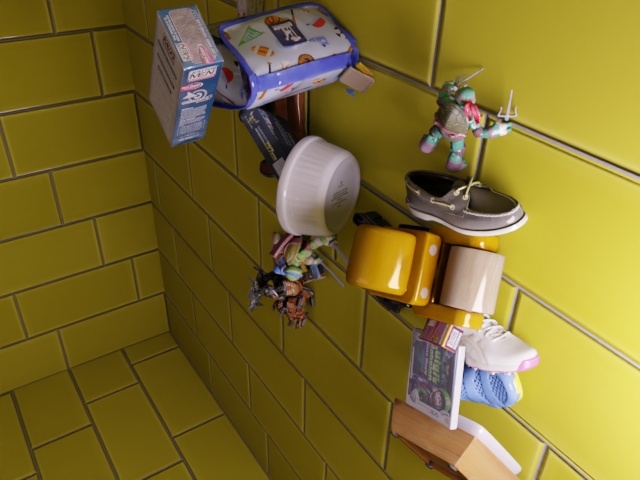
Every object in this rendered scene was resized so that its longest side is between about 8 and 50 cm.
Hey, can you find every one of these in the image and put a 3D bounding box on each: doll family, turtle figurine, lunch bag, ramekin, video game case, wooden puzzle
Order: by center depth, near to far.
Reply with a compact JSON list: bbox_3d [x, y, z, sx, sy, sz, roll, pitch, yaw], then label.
[{"bbox_3d":[0.280,-0.247,1.229,0.175,0.118,0.234,58,155,22],"label":"turtle figurine"},{"bbox_3d":[0.263,0.316,1.421,0.173,0.022,0.190,14,100,61],"label":"video game case"},{"bbox_3d":[0.091,-0.402,1.524,0.116,0.079,0.014,-23,42,56],"label":"wooden puzzle"},{"bbox_3d":[-0.132,-0.474,1.587,0.385,0.328,0.238,32,138,51],"label":"lunch bag"},{"bbox_3d":[0.005,-0.135,1.627,0.127,0.273,0.272,16,124,25],"label":"ramekin"},{"bbox_3d":[0.000,0.000,1.837,0.198,0.275,0.266,42,-130,-68],"label":"turtle figurine"},{"bbox_3d":[-0.037,0.079,2.023,0.193,0.076,0.111,-20,85,57],"label":"doll family"}]

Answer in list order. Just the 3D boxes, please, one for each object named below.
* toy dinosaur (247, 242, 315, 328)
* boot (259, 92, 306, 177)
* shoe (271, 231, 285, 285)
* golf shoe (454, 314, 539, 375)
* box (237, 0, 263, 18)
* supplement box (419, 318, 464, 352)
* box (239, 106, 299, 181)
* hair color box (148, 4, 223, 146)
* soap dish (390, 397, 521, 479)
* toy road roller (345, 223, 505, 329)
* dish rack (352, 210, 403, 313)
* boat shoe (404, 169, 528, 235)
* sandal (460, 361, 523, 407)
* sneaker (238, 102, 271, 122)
[{"bbox_3d":[-0.130,0.161,2.145,0.164,0.218,0.321,-26,-66,-76],"label":"toy dinosaur"},{"bbox_3d":[-0.126,-0.337,1.897,0.264,0.096,0.280,14,118,57],"label":"boot"},{"bbox_3d":[-0.144,0.070,2.226,0.076,0.058,0.219,-92,-1,-71],"label":"shoe"},{"bbox_3d":[0.352,0.207,1.376,0.306,0.115,0.140,12,113,57],"label":"golf shoe"},{"bbox_3d":[-0.218,-0.675,1.883,0.067,0.063,0.324,45,142,37],"label":"box"},{"bbox_3d":[0.269,0.211,1.363,0.083,0.043,0.055,11,73,60],"label":"supplement box"},{"bbox_3d":[-0.109,-0.259,1.716,0.059,0.183,0.232,-35,74,18],"label":"box"},{"bbox_3d":[-0.351,-0.407,1.559,0.173,0.105,0.347,63,155,12],"label":"hair color box"},{"bbox_3d":[0.324,0.512,1.509,0.229,0.118,0.291,47,162,-26],"label":"soap dish"},{"bbox_3d":[0.209,0.061,1.345,0.330,0.241,0.202,10,88,54],"label":"toy road roller"},{"bbox_3d":[0.162,0.069,1.662,0.208,0.074,0.271,48,144,37],"label":"dish rack"},{"bbox_3d":[0.291,-0.086,1.281,0.305,0.109,0.091,20,139,52],"label":"boat shoe"},{"bbox_3d":[0.340,0.345,1.453,0.317,0.138,0.126,-20,87,60],"label":"sandal"},{"bbox_3d":[-0.188,-0.432,1.969,0.106,0.101,0.267,56,158,7],"label":"sneaker"}]
